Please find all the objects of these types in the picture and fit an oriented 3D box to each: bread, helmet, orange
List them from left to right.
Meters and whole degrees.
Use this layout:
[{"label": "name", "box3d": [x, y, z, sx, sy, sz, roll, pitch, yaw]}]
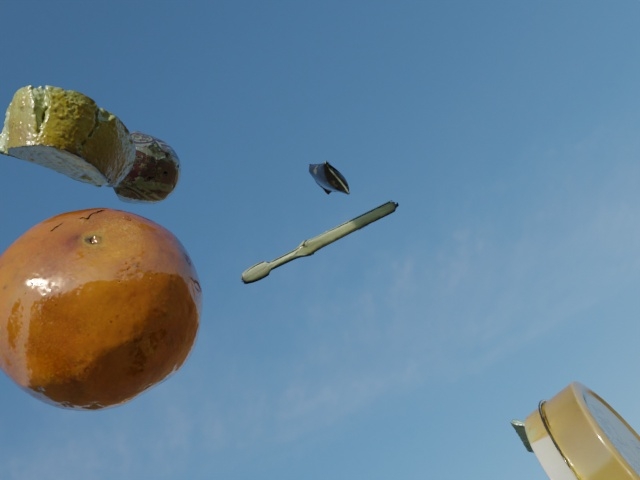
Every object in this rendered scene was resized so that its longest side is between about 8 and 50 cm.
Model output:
[{"label": "bread", "box3d": [-0.449, -0.180, 1.521, 0.257, 0.186, 0.124, 31, -112, -59]}, {"label": "orange", "box3d": [-0.295, 0.085, 1.118, 0.284, 0.284, 0.226, -22, -44, -29]}, {"label": "helmet", "box3d": [-0.356, -0.145, 1.792, 0.177, 0.107, 0.153, 11, -87, -74]}]

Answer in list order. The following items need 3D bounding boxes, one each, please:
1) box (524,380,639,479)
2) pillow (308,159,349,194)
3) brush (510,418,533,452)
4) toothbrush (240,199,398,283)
[{"label": "box", "box3d": [0.159, 0.127, 0.464, 0.037, 0.105, 0.105, -43, -31, 15]}, {"label": "pillow", "box3d": [0.020, -0.146, 1.993, 0.090, 0.150, 0.048, 35, -96, -14]}, {"label": "brush", "box3d": [0.346, 0.269, 1.077, 0.083, 0.205, 0.011, 55, -126, -40]}, {"label": "toothbrush", "box3d": [0.003, 0.000, 1.344, 0.294, 0.028, 0.026, -25, -78, -18]}]
